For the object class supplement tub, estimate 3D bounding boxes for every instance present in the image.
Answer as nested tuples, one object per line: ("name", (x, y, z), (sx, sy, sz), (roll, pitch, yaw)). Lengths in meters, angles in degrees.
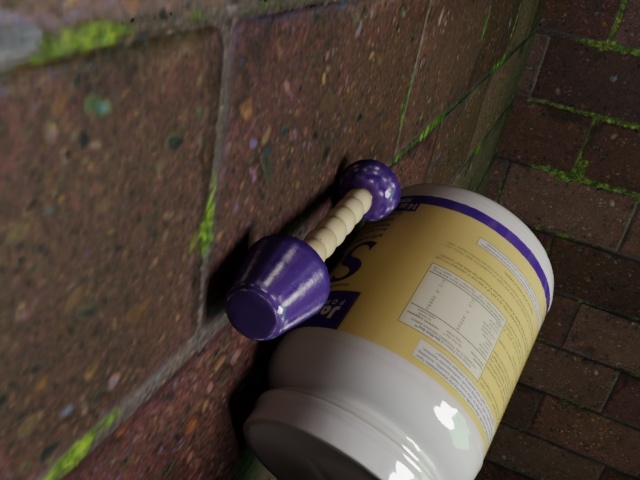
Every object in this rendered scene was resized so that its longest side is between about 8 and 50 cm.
("supplement tub", (0.092, 0.124, 0.711), (0.331, 0.241, 0.241), (-53, 157, -34))

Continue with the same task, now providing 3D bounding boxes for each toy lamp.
("toy lamp", (0.000, 0.000, 0.592), (0.274, 0.080, 0.080), (-47, 152, -58))
